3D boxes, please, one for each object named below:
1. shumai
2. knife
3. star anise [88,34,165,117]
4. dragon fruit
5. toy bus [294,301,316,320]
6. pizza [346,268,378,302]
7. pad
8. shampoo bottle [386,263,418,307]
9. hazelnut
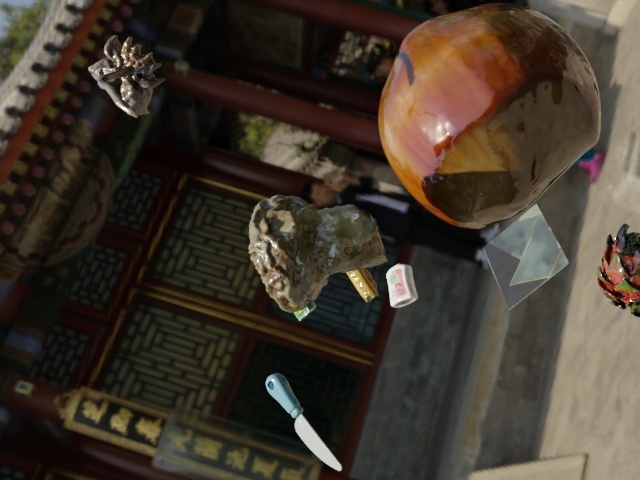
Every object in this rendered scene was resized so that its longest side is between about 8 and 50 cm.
[{"bbox_3d":[0.000,0.000,1.211,0.206,0.175,0.166,-86,-29,-68],"label":"shumai"},{"bbox_3d":[-0.037,0.381,1.783,0.032,0.244,0.058,-17,-24,-49],"label":"knife"},{"bbox_3d":[-0.318,-0.225,1.347,0.227,0.218,0.148,-55,-42,-52],"label":"star anise"},{"bbox_3d":[0.739,0.068,2.017,0.182,0.182,0.189,-67,1,-50],"label":"dragon fruit"},{"bbox_3d":[-0.040,0.166,2.105,0.031,0.037,0.083,-30,-8,-29],"label":"toy bus"},{"bbox_3d":[0.062,0.050,1.544,0.035,0.160,0.099,-34,-29,2],"label":"pizza"},{"bbox_3d":[0.439,0.031,1.860,0.163,0.004,0.243,-43,25,20],"label":"pad"},{"bbox_3d":[0.193,0.103,2.056,0.072,0.043,0.099,-29,59,40],"label":"shampoo bottle"},{"bbox_3d":[0.262,-0.209,1.397,0.366,0.365,0.366,17,-90,-85],"label":"hazelnut"}]
